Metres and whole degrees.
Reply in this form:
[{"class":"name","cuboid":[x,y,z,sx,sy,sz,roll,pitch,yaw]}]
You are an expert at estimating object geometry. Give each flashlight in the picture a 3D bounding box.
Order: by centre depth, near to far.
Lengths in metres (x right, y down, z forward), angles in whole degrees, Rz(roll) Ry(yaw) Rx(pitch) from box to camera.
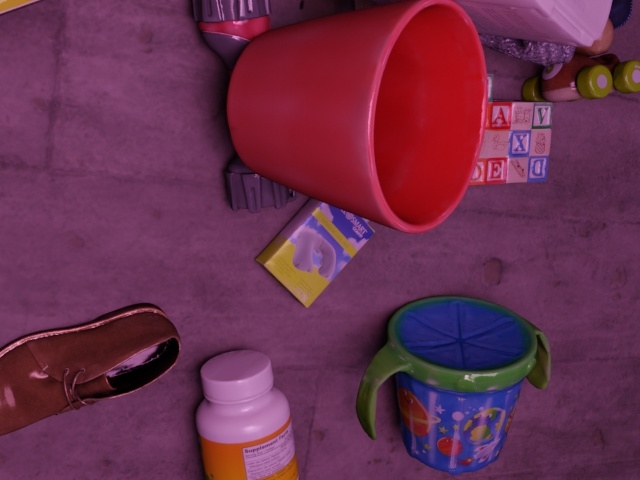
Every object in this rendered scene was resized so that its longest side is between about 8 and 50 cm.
[{"class":"flashlight","cuboid":[-0.104,-0.190,1.070,0.103,0.103,0.304,-39,130,-58]}]

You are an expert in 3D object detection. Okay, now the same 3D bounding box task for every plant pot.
[{"class":"plant pot","cuboid":[0.037,-0.158,0.979,0.275,0.243,0.275,-18,113,-50]}]

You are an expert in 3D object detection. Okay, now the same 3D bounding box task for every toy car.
[{"class":"toy car","cuboid":[0.416,-0.321,1.288,0.149,0.155,0.188,-12,98,-25]}]

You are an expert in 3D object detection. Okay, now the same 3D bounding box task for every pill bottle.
[{"class":"pill bottle","cuboid":[-0.107,0.291,1.160,0.136,0.136,0.246,-15,109,-24]}]

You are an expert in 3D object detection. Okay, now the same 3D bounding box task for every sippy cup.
[{"class":"sippy cup","cuboid":[0.219,0.240,1.286,0.305,0.240,0.224,5,116,10]}]

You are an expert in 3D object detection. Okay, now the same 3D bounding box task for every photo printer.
[{"class":"photo printer","cuboid":[0.176,-0.331,0.991,0.256,0.307,0.107,6,100,-55]}]

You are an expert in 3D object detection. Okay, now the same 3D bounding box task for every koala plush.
[{"class":"koala plush","cuboid":[0.292,-0.387,1.159,0.196,0.203,0.221,-30,138,-62]}]

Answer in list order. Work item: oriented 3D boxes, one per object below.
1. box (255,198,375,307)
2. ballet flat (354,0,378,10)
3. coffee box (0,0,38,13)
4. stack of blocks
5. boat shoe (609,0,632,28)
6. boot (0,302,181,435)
[{"class":"box","cuboid":[0.000,0.000,1.201,0.178,0.042,0.109,-48,119,-9]},{"class":"ballet flat","cuboid":[0.089,-0.395,1.143,0.057,0.052,0.168,7,99,-30]},{"class":"coffee box","cuboid":[-0.417,-0.349,0.721,0.338,0.334,0.338,-26,114,-20]},{"class":"stack of blocks","cuboid":[0.220,-0.176,1.248,0.297,0.087,0.171,-4,104,-27]},{"class":"boat shoe","cuboid":[0.457,-0.436,1.282,0.109,0.089,0.258,-38,133,3]},{"class":"boot","cuboid":[-0.325,0.175,1.030,0.305,0.115,0.112,-25,115,-20]}]
